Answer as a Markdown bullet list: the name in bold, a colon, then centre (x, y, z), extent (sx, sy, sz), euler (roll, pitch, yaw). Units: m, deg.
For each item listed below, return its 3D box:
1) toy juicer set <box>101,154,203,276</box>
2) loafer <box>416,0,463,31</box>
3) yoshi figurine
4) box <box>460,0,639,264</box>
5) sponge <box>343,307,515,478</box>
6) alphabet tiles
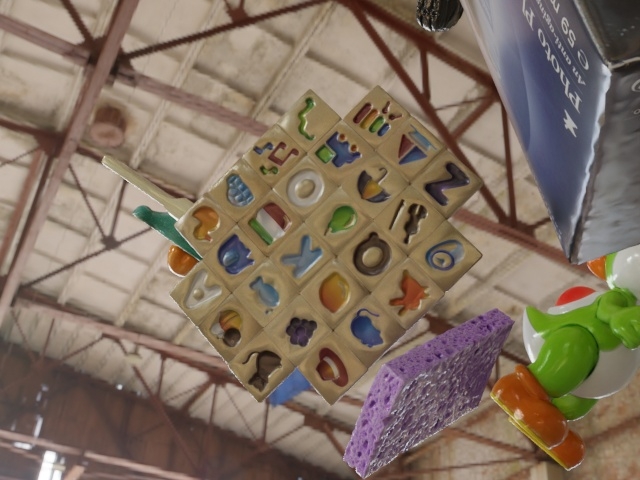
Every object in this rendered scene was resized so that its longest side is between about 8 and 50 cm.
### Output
- **toy juicer set**: centre (-0.147, 0.024, 1.111), extent (0.209, 0.090, 0.329), euler (32, -6, 34)
- **loafer**: centre (0.204, -0.437, 1.295), extent (0.078, 0.076, 0.223), euler (-19, -51, -40)
- **yoshi figurine**: centre (0.390, 0.118, 0.998), extent (0.203, 0.362, 0.203), euler (42, -3, -10)
- **box**: centre (0.188, -0.178, 0.515), extent (0.182, 0.296, 0.294), euler (-19, -22, 7)
- **sponge**: centre (0.111, 0.143, 0.810), extent (0.210, 0.031, 0.117), euler (-15, -49, -48)
- **alphabet tiles**: centre (0.000, 0.000, 0.930), extent (0.342, 0.285, 0.011), euler (-45, -20, 2)
